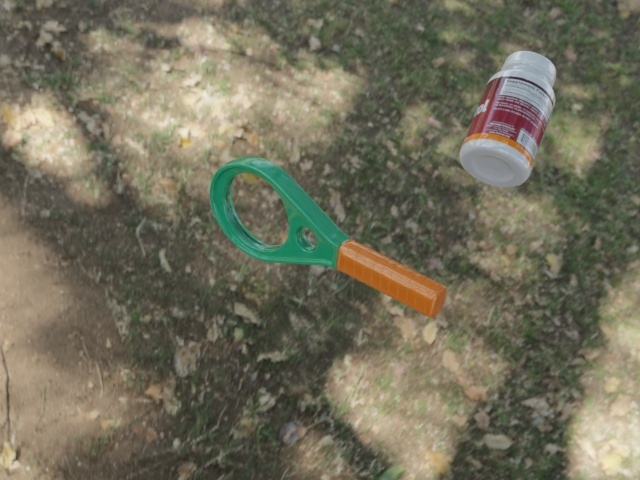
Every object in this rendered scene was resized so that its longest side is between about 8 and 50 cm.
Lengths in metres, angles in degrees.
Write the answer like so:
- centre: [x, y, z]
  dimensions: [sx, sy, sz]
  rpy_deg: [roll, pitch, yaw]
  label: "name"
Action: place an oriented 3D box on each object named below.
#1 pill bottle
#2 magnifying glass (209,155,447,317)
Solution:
- centre: [0.227, -0.146, 1.030]
  dimensions: [0.086, 0.086, 0.152]
  rpy_deg: [24, 67, 1]
  label: "pill bottle"
- centre: [0.000, 0.000, 0.721]
  dimensions: [0.231, 0.092, 0.026]
  rpy_deg: [29, 40, 26]
  label: "magnifying glass"
